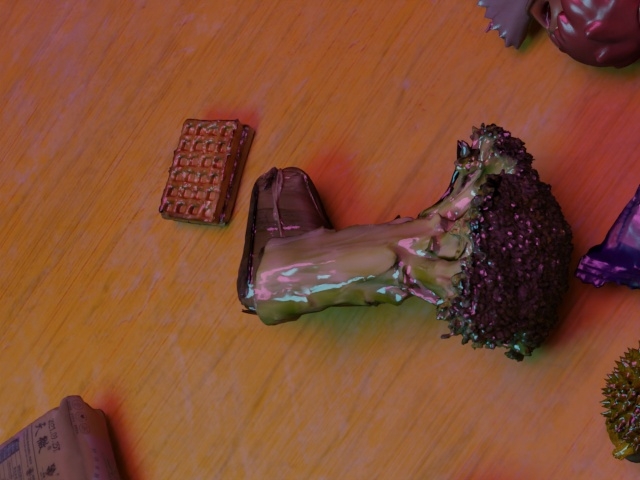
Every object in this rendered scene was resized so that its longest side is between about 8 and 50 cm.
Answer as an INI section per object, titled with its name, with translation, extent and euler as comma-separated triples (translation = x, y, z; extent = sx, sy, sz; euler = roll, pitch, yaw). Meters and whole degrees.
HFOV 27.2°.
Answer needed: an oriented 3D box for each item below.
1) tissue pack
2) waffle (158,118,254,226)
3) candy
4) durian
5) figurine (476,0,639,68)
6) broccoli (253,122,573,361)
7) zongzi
[tissue pack]
translation = -0.343, 0.359, 1.688
extent = 0.215, 0.123, 0.256
euler = -35, 57, 16
[waffle]
translation = -0.154, -0.092, 1.779
extent = 0.102, 0.042, 0.148
euler = 6, 76, 34
[candy]
translation = 0.386, -0.055, 1.382
extent = 0.145, 0.070, 0.275
euler = 26, 84, 32
[durian]
translation = 0.365, 0.147, 1.268
extent = 0.198, 0.146, 0.159
euler = 9, 76, 33
[figurine]
translation = 0.283, -0.287, 1.481
extent = 0.387, 0.166, 0.207
euler = 42, 115, 40
[broccoli]
translation = 0.094, 0.042, 1.433
extent = 0.361, 0.221, 0.252
euler = -30, 63, 17
[zongzi]
translation = 0.000, 0.000, 1.611
extent = 0.197, 0.099, 0.194
euler = -4, 70, 22
